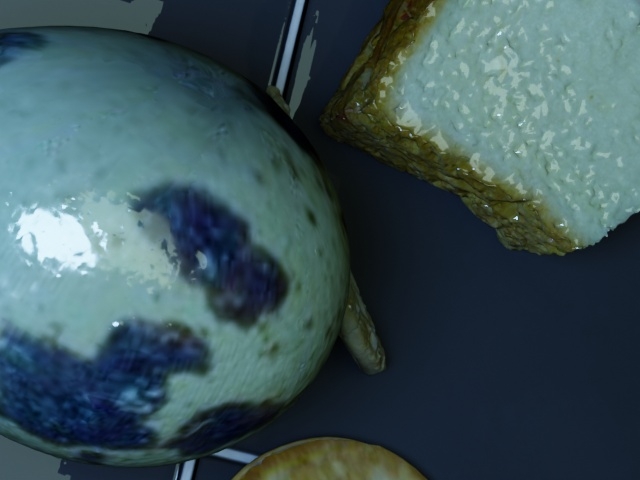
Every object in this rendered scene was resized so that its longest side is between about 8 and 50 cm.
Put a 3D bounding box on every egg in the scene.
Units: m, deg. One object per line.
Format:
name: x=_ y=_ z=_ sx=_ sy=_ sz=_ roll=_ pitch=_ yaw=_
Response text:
egg: x=-0.181 y=-0.002 z=1.509 sx=0.428 sy=0.345 sz=0.345 roll=28 pitch=77 yaw=-20

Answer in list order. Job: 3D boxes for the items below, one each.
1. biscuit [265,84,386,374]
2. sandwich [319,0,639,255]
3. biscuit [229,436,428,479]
biscuit: x=-0.002 y=0.001 z=1.699 sx=0.038 sy=0.141 sz=0.289 roll=-21 pitch=98 yaw=3
sandwich: x=0.196 y=-0.139 z=1.791 sx=0.325 sy=0.131 sz=0.262 roll=32 pitch=74 yaw=-15
biscuit: x=-0.007 y=0.284 z=1.707 sx=0.309 sy=0.040 sz=0.204 roll=-23 pitch=89 yaw=-35
